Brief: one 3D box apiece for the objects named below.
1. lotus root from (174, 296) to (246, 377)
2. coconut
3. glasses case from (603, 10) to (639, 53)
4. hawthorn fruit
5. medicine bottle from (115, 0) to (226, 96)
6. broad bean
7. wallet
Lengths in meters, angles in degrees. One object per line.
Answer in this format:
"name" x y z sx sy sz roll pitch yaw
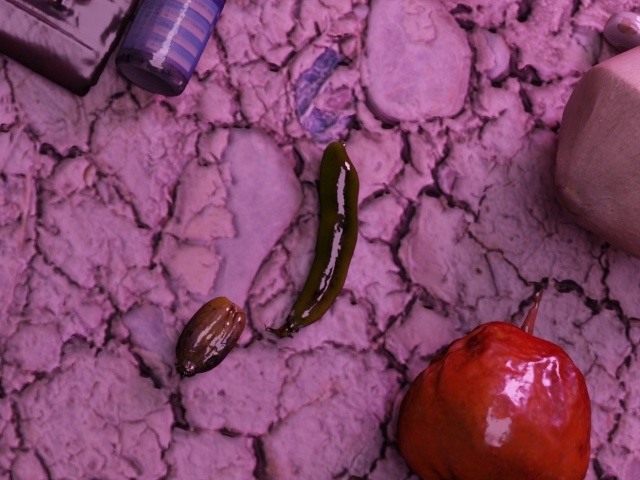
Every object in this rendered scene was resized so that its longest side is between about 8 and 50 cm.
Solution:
"lotus root" -0.118 0.104 1.733 0.054 0.049 0.099 41 73 -14
"coconut" 0.374 -0.098 1.798 0.266 0.237 0.237 -31 90 -19
"glasses case" 0.404 -0.216 1.914 0.164 0.063 0.041 27 73 -10
"hawthorn fruit" 0.196 0.164 1.738 0.207 0.207 0.243 25 71 -9
"medicine bottle" -0.145 -0.259 1.767 0.083 0.083 0.203 24 77 -10
"broad bean" 0.005 0.003 1.788 0.069 0.039 0.226 20 77 -5
"wallet" -0.306 -0.281 1.749 0.229 0.049 0.182 27 78 -7
